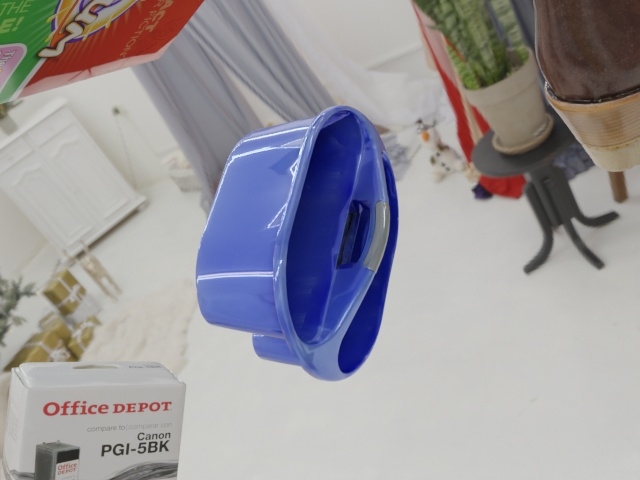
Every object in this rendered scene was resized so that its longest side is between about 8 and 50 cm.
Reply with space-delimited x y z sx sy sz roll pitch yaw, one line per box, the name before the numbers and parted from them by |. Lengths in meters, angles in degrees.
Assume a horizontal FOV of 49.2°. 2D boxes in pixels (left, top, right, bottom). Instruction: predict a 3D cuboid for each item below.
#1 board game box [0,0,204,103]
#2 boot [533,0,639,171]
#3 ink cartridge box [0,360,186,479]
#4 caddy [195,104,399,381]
board game box | -0.143 -0.187 0.421 0.242 0.064 0.316 -39 4 32
boot | 0.227 -0.176 0.401 0.248 0.207 0.090 -37 36 -3
ink cartridge box | -0.144 0.149 0.439 0.099 0.135 0.056 4 2 -31
caddy | 0.000 0.000 0.854 0.179 0.241 0.341 -3 60 31
